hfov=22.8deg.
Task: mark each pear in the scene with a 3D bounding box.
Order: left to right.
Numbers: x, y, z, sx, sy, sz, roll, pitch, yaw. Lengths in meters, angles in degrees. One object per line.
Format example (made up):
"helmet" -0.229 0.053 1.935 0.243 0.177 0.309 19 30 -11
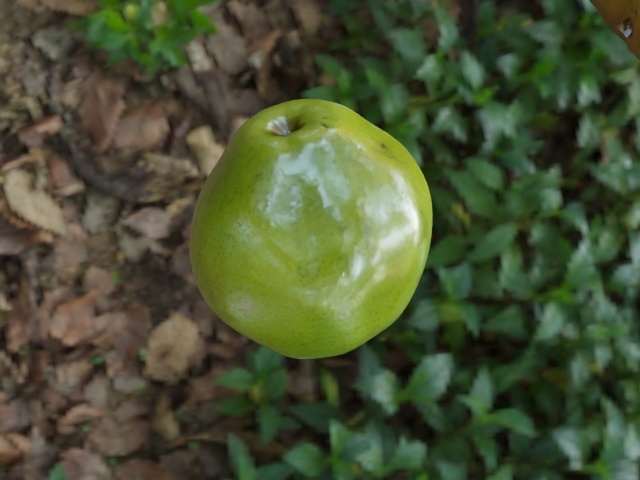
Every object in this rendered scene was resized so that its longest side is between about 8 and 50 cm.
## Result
"pear" 0.000 0.000 0.579 0.092 0.092 0.097 -51 139 -35

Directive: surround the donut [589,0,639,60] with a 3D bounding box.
"donut" 0.274 -0.228 1.001 0.108 0.277 0.277 -2 83 -37
